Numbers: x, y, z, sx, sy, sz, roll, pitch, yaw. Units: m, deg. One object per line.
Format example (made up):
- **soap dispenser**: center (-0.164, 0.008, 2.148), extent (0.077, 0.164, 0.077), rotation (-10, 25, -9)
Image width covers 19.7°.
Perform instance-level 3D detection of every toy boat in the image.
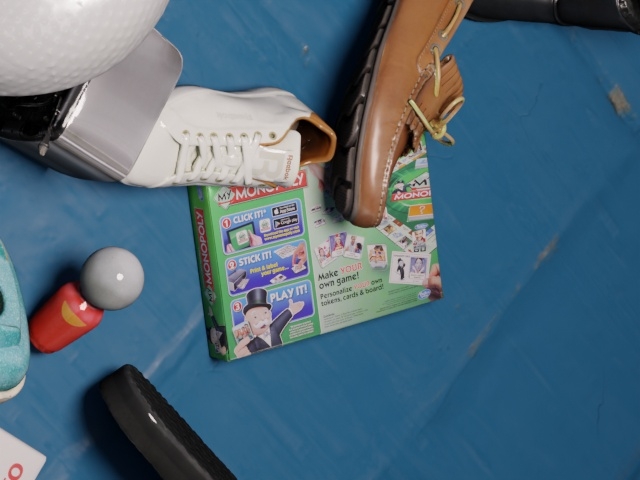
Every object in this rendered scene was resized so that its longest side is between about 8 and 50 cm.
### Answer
- **toy boat**: center (-0.322, 0.042, 1.844), extent (0.318, 0.148, 0.267), rotation (14, 45, -52)

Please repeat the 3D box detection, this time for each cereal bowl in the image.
- **cereal bowl**: center (-0.295, -0.317, 1.759), extent (0.339, 0.141, 0.338), rotation (1, 77, -6)

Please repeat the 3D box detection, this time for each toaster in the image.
- **toaster**: center (-0.249, -0.151, 1.892), extent (0.110, 0.168, 0.185), rotation (34, 75, -35)

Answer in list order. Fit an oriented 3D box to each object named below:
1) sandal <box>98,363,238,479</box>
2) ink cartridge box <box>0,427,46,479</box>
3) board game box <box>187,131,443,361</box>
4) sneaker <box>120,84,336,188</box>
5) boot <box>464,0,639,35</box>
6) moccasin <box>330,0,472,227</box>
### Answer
- **sandal**: center (-0.124, 0.327, 2.074), extent (0.107, 0.167, 0.445), rotation (-37, 110, 1)
- **ink cartridge box**: center (-0.440, 0.229, 1.834), extent (0.273, 0.115, 0.198), rotation (38, 74, -33)
- **board game box**: center (0.000, 0.000, 2.166), extent (0.317, 0.046, 0.213), rotation (-14, 103, -33)
- **sneaker**: center (-0.096, -0.106, 1.998), extent (0.290, 0.123, 0.105), rotation (-17, 130, -44)
- **boot**: center (0.299, -0.304, 2.245), extent (0.247, 0.207, 0.094), rotation (5, 93, -36)
- **moccasin**: center (0.111, -0.183, 2.133), extent (0.147, 0.139, 0.380), rotation (23, 62, -8)
